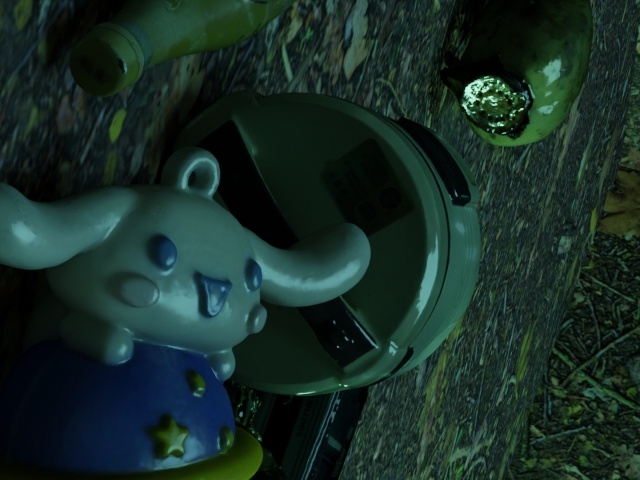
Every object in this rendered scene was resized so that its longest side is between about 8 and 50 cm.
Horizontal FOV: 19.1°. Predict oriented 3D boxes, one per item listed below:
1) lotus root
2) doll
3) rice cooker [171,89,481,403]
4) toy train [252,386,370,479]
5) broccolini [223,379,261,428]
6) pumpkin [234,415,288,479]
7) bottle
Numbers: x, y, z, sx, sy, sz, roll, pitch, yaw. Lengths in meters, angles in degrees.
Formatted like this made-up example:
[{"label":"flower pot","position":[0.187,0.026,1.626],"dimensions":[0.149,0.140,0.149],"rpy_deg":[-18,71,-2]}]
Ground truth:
[{"label":"lotus root","position":[0.237,-0.225,2.177],"dimensions":[0.309,0.173,0.173],"rpy_deg":[-66,166,-53]},{"label":"doll","position":[-0.100,0.070,1.156],"dimensions":[0.311,0.159,0.242],"rpy_deg":[-12,94,-43]},{"label":"rice cooker","position":[0.000,0.000,1.366],"dimensions":[0.244,0.226,0.226],"rpy_deg":[2,104,-72]},{"label":"toy train","position":[-0.048,0.247,1.727],"dimensions":[0.086,0.089,0.409],"rpy_deg":[53,55,-67]},{"label":"broccolini","position":[-0.093,0.168,1.536],"dimensions":[0.194,0.052,0.054],"rpy_deg":[-55,153,-51]},{"label":"pumpkin","position":[-0.103,0.202,1.256],"dimensions":[0.146,0.190,0.190],"rpy_deg":[34,73,-78]},{"label":"bottle","position":[-0.075,-0.154,1.176],"dimensions":[0.269,0.083,0.083],"rpy_deg":[-45,149,-55]}]
